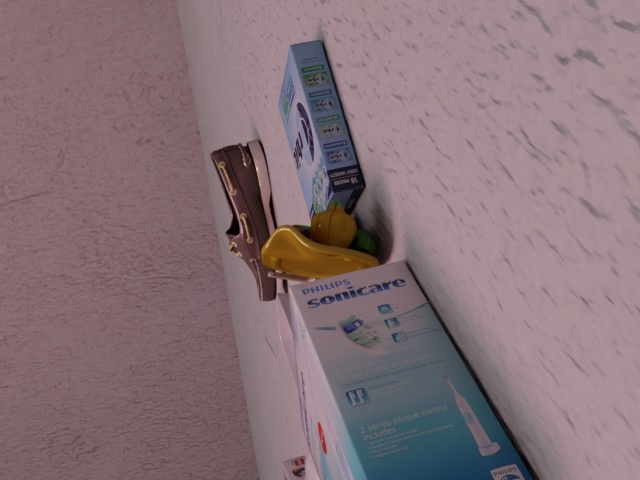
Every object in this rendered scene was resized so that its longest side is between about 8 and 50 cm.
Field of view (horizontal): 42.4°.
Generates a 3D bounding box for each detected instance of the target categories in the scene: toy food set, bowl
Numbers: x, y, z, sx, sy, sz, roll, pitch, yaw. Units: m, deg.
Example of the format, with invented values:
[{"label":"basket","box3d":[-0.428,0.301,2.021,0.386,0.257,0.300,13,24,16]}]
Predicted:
[{"label":"toy food set","box3d":[0.000,0.000,0.931,0.218,0.128,0.071,112,165,-78]},{"label":"bowl","box3d":[-0.033,0.171,1.408,0.142,0.053,0.142,91,163,-46]}]

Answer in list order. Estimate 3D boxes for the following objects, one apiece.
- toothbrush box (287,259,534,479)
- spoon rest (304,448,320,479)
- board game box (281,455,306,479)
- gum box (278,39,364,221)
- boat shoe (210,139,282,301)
[{"label":"toothbrush box","box3d":[0.070,0.196,0.758,0.295,0.126,0.216,-114,16,-49]},{"label":"spoon rest","box3d":[0.058,0.334,0.971,0.276,0.084,0.137,65,175,-30]},{"label":"board game box","box3d":[0.002,0.551,1.459,0.305,0.053,0.193,-126,25,-63]},{"label":"gum box","box3d":[-0.004,-0.118,0.988,0.157,0.041,0.184,116,139,-72]},{"label":"boat shoe","box3d":[-0.137,-0.027,1.590,0.116,0.096,0.325,-131,30,-67]}]
